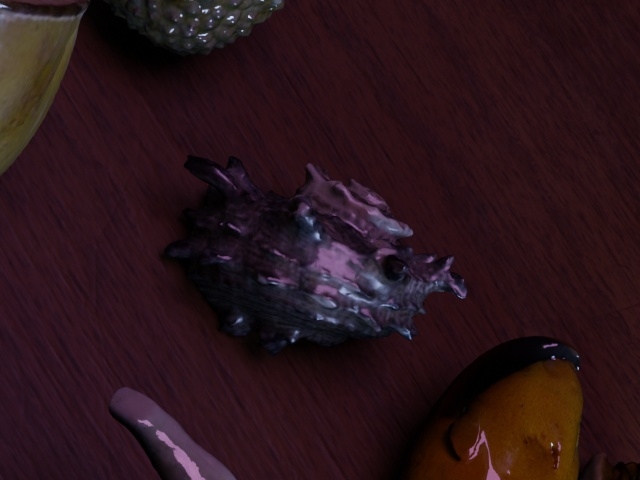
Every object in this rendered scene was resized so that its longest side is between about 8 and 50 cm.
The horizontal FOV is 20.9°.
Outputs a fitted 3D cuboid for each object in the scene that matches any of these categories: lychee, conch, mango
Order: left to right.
[{"bbox_3d":[-0.115,-0.328,1.838,0.255,0.255,0.274,16,78,-27],"label":"lychee"},{"bbox_3d":[-0.003,0.001,1.803,0.313,0.186,0.240,10,33,-10],"label":"conch"},{"bbox_3d":[0.185,0.236,1.811,0.201,0.153,0.287,52,50,-7],"label":"mango"}]

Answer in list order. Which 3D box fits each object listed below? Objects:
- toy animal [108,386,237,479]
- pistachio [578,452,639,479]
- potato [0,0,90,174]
[{"bbox_3d":[-0.096,0.326,1.551,0.344,0.302,0.194,25,47,8],"label":"toy animal"},{"bbox_3d":[0.335,0.323,1.893,0.130,0.131,0.206,0,53,14],"label":"pistachio"},{"bbox_3d":[-0.459,-0.175,1.523,0.442,0.319,0.385,26,14,-10],"label":"potato"}]
